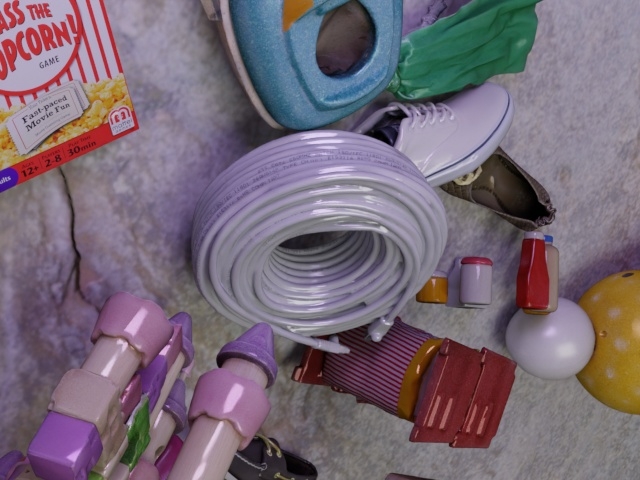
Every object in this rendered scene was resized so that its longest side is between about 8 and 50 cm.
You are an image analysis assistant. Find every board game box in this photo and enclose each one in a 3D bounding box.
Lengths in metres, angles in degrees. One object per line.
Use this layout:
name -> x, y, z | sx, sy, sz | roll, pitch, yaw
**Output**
board game box -> -0.240, -0.148, 0.831 | 0.146, 0.045, 0.194 | -29, 133, -22

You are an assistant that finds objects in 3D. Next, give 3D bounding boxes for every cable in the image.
cable -> 0.000, 0.000, 1.035 | 0.257, 0.089, 0.257 | 17, 133, -32

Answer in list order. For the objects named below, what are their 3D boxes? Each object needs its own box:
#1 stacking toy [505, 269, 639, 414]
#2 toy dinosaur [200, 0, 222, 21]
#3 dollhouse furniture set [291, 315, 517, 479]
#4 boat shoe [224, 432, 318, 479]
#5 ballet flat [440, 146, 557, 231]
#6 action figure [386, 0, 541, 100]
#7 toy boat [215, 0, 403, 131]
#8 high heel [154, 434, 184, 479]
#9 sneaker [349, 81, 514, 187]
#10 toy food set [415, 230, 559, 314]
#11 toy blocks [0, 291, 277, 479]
stacking toy -> 0.486, 0.146, 1.510 | 0.479, 0.351, 0.351 | 5, 116, -25
toy dinosaur -> -0.110, -0.312, 0.795 | 0.118, 0.064, 0.268 | 7, 103, -16
dollhouse furniture set -> 0.059, 0.269, 1.192 | 0.152, 0.201, 0.374 | 20, 88, -47
boat shoe -> -0.074, 0.264, 1.235 | 0.069, 0.081, 0.228 | -50, 145, -5
ballet flat -> 0.221, -0.064, 1.270 | 0.250, 0.058, 0.084 | 28, 98, -47
action figure -> 0.137, -0.206, 1.097 | 0.232, 0.063, 0.137 | -27, 134, -29
toy boat -> 0.052, -0.249, 0.934 | 0.318, 0.148, 0.268 | -34, 135, -17
high heel -> -0.294, 0.350, 1.118 | 0.377, 0.127, 0.181 | -19, 100, -25
sneaker -> 0.104, -0.108, 1.114 | 0.258, 0.094, 0.091 | -34, 139, -17
toy food set -> 0.230, 0.035, 1.322 | 0.232, 0.111, 0.105 | 7, 82, -32
toy blocks -> -0.190, 0.147, 0.964 | 0.289, 0.308, 0.260 | 98, 12, -51
